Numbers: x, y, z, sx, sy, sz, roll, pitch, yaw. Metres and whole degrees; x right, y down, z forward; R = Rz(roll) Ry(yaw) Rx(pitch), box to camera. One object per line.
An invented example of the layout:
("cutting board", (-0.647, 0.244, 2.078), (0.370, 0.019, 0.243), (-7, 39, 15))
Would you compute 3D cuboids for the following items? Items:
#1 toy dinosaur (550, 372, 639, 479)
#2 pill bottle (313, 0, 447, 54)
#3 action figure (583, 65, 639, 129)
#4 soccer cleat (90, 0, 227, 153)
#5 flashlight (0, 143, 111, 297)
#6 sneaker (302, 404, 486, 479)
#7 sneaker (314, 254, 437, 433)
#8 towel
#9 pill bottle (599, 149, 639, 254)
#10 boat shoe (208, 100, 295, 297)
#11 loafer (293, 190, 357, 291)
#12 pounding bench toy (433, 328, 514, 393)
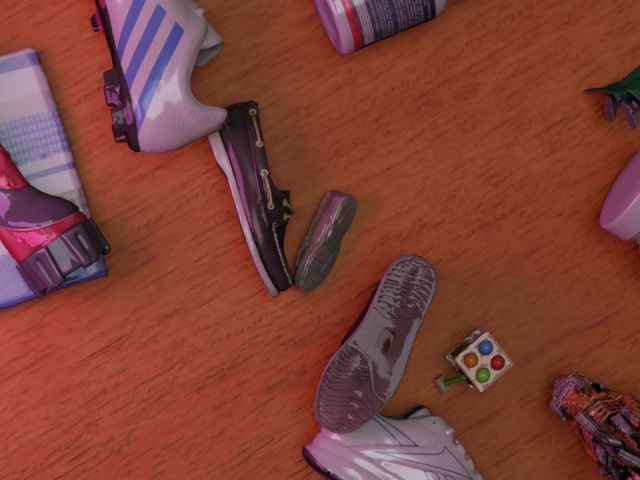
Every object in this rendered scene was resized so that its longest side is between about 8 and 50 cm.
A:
("toy dinosaur", (0.391, 0.270, 1.745), (0.164, 0.218, 0.322), (-41, 50, 23))
("pill bottle", (0.087, -0.295, 1.785), (0.180, 0.108, 0.108), (-23, 92, -6))
("action figure", (0.446, -0.202, 1.832), (0.232, 0.137, 0.063), (-26, 115, -14))
("soccer cleat", (-0.190, -0.261, 1.745), (0.143, 0.116, 0.331), (-11, 84, -10))
("flashlight", (-0.354, -0.087, 1.706), (0.103, 0.103, 0.304), (-35, 96, -35))
("sneaker", (0.132, 0.268, 1.786), (0.297, 0.111, 0.129), (28, 80, -6))
("sneaker", (0.071, 0.121, 1.774), (0.083, 0.118, 0.222), (31, 91, 6))
("towel", (-0.382, -0.063, 1.767), (0.209, 0.034, 0.285), (-18, 93, -9))
("pill bottle", (0.470, 0.000, 1.802), (0.264, 0.153, 0.153), (32, 86, -4))
("boat shoe", (-0.068, -0.049, 1.777), (0.068, 0.081, 0.228), (-20, 89, -2))
("loafer", (0.000, 0.000, 1.810), (0.045, 0.039, 0.125), (31, 85, -48))
("pounding bench toy", (0.175, 0.151, 1.810), (0.083, 0.065, 0.052), (-40, 94, -5))
